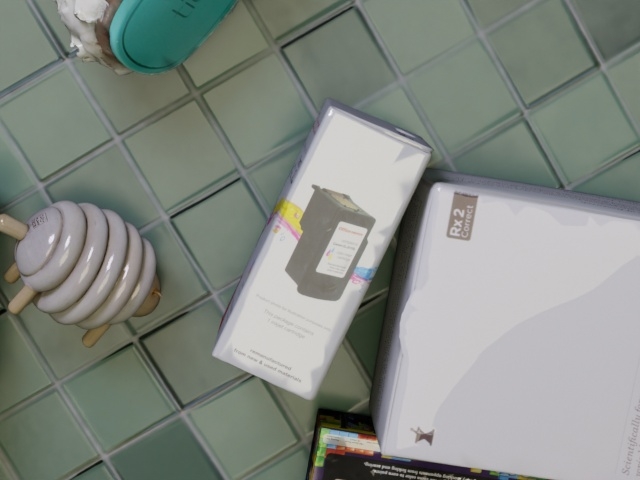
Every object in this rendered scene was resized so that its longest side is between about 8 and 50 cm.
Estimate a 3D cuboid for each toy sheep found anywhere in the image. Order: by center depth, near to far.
[{"bbox_3d":[-0.160,0.017,1.022,0.132,0.091,0.091,27,98,-38],"label":"toy sheep"}]

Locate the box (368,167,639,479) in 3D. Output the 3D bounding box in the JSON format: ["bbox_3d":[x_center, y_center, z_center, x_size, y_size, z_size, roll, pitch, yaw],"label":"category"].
[{"bbox_3d":[0.137,0.056,1.025,0.181,0.119,0.181,9,99,-4],"label":"box"}]

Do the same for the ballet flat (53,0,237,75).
[{"bbox_3d":[-0.027,-0.280,0.959,0.409,0.147,0.147,-43,98,6],"label":"ballet flat"}]

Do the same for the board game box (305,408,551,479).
[{"bbox_3d":[0.069,0.202,1.082,0.170,0.048,0.141,10,101,-5],"label":"board game box"}]

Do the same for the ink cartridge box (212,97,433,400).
[{"bbox_3d":[0.000,0.000,1.006,0.072,0.127,0.175,25,96,-4],"label":"ink cartridge box"}]
